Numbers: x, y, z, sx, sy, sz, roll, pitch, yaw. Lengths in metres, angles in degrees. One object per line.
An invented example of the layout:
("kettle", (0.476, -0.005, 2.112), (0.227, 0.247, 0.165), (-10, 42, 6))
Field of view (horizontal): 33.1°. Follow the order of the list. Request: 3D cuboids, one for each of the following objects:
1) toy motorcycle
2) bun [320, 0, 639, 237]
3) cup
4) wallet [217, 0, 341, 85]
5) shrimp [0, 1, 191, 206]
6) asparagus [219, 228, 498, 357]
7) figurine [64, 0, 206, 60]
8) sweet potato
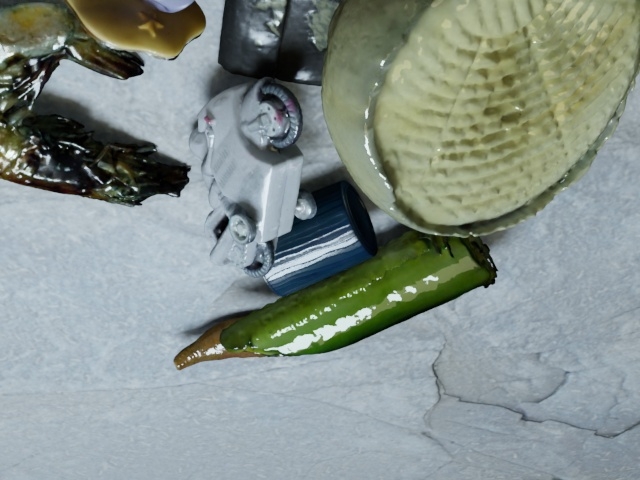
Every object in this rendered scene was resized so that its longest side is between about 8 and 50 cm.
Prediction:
("toy motorcycle", (-0.093, -0.087, 1.282), (0.110, 0.171, 0.260), (-22, 138, -40))
("bun", (0.157, -0.194, 1.136), (0.364, 0.202, 0.364), (-16, 130, -20))
("cup", (-0.005, -0.009, 1.417), (0.138, 0.150, 0.113), (-23, 100, 16))
("wallet", (-0.011, -0.293, 1.137), (0.170, 0.044, 0.321), (2, 137, -10))
("shrimp", (-0.286, -0.147, 1.244), (0.364, 0.071, 0.233), (18, 122, -34))
("asparagus", (0.051, 0.084, 1.481), (0.381, 0.108, 0.128), (-26, 154, 12))
("figurine", (-0.137, -0.316, 1.000), (0.181, 0.208, 0.257), (-10, 152, -44))
("sweet potato", (-0.062, 0.137, 1.586), (0.314, 0.066, 0.072), (-11, 144, 3))
